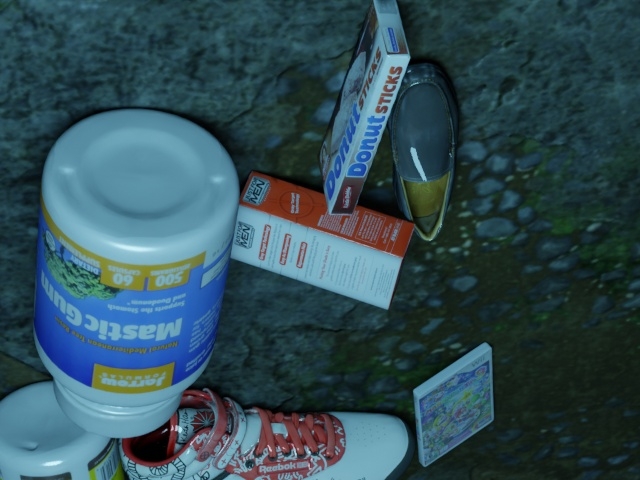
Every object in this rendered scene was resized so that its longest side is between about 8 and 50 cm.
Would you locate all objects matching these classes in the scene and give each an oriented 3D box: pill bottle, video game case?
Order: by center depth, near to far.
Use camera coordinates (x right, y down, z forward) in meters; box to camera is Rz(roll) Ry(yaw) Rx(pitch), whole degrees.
[{"bbox_3d":[-0.153,0.038,1.578,0.152,0.152,0.272,-1,139,-11],"label":"pill bottle"},{"bbox_3d":[-0.235,0.240,1.801,0.117,0.117,0.215,-7,127,-4],"label":"pill bottle"},{"bbox_3d":[0.127,0.156,1.861,0.087,0.011,0.122,-32,145,-18],"label":"video game case"}]

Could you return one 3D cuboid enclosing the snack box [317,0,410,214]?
[{"bbox_3d":[0.032,-0.101,1.519,0.022,0.064,0.178,1,139,-16],"label":"snack box"}]

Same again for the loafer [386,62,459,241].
[{"bbox_3d":[0.085,-0.070,1.569,0.062,0.061,0.170,-10,141,1],"label":"loafer"}]

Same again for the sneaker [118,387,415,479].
[{"bbox_3d":[-0.053,0.192,1.835,0.270,0.090,0.145,-12,143,7],"label":"sneaker"}]

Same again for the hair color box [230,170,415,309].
[{"bbox_3d":[0.000,0.000,1.609,0.141,0.043,0.072,18,139,4],"label":"hair color box"}]
